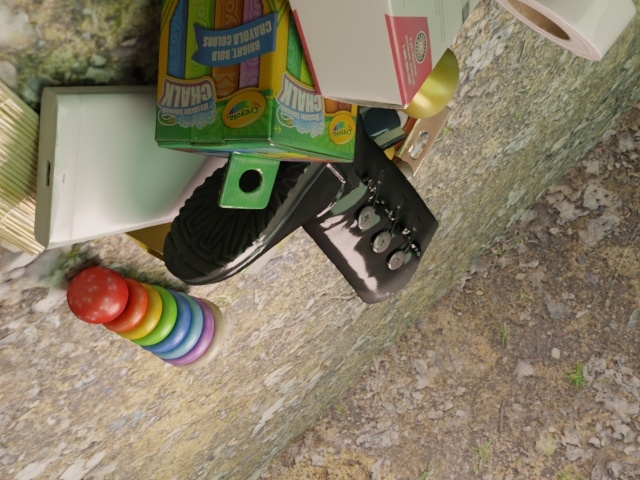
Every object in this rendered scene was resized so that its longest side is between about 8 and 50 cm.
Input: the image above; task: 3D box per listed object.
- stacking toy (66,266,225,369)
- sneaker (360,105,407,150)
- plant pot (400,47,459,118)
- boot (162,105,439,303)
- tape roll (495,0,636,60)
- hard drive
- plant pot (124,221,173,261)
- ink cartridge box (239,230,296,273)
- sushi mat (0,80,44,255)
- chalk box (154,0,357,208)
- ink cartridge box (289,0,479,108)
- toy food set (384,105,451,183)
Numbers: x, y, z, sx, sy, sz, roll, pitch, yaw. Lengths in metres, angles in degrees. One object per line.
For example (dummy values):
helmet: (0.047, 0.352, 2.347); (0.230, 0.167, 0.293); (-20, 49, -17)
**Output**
stacking toy: (-0.301, 0.131, 1.050); (0.141, 0.141, 0.330); (-47, 151, 1)
sneaker: (-0.012, -0.178, 1.095); (0.319, 0.131, 0.112); (-23, -178, -10)
plant pot: (0.155, -0.285, 1.050); (0.095, 0.134, 0.134); (6, 124, -46)
boot: (0.002, -0.001, 1.024); (0.367, 0.146, 0.445); (-45, 147, 0)
tape roll: (0.445, -0.460, 1.161); (0.100, 0.286, 0.286); (-56, 154, 17)
hard drive: (-0.233, -0.112, 0.844); (0.308, 0.040, 0.203); (-18, 132, -49)
plant pot: (-0.243, -0.013, 0.980); (0.083, 0.082, 0.081); (-57, 158, -15)
ink cartridge box: (-0.083, -0.014, 1.171); (0.171, 0.056, 0.235); (-46, 172, 4)
sushi mat: (-0.378, -0.088, 0.723); (0.151, 0.019, 0.316); (-45, 155, -8)
chalk box: (-0.070, -0.182, 0.733); (0.180, 0.179, 0.288); (-3, 96, -57)
ink cartridge box: (0.087, -0.311, 0.652); (0.283, 0.117, 0.207); (-56, 145, -30)
toy food set: (0.145, -0.192, 1.310); (0.306, 0.092, 0.219); (-16, 141, -49)
